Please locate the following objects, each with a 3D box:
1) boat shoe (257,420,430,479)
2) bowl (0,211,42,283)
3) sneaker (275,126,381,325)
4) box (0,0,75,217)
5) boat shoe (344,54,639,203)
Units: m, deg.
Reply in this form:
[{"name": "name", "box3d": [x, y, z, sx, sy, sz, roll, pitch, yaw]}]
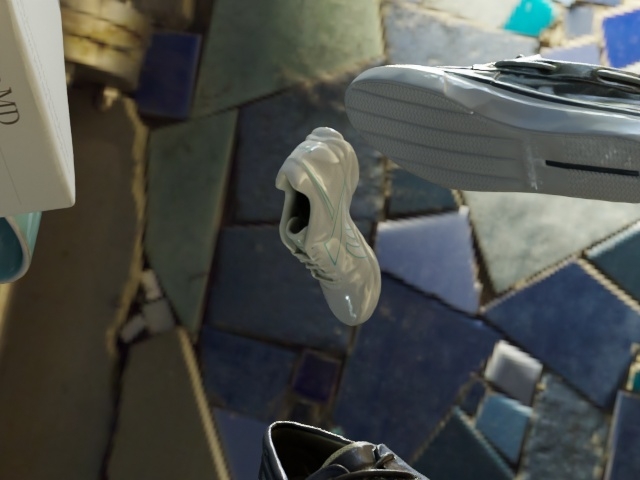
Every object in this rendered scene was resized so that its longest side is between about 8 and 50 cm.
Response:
[{"name": "boat shoe", "box3d": [0.027, 0.191, 0.846, 0.285, 0.103, 0.092, 5, 108, 63]}, {"name": "bowl", "box3d": [-0.385, -0.111, 1.147, 0.311, 0.312, 0.163, 80, -150, -58]}, {"name": "sneaker", "box3d": [0.000, 0.000, 0.828, 0.061, 0.054, 0.152, -40, -53, -39]}, {"name": "box", "box3d": [-0.203, -0.129, 0.600, 0.181, 0.119, 0.182, 89, 170, -55]}, {"name": "boat shoe", "box3d": [0.190, -0.117, 1.133, 0.119, 0.335, 0.121, -55, -31, -37]}]
